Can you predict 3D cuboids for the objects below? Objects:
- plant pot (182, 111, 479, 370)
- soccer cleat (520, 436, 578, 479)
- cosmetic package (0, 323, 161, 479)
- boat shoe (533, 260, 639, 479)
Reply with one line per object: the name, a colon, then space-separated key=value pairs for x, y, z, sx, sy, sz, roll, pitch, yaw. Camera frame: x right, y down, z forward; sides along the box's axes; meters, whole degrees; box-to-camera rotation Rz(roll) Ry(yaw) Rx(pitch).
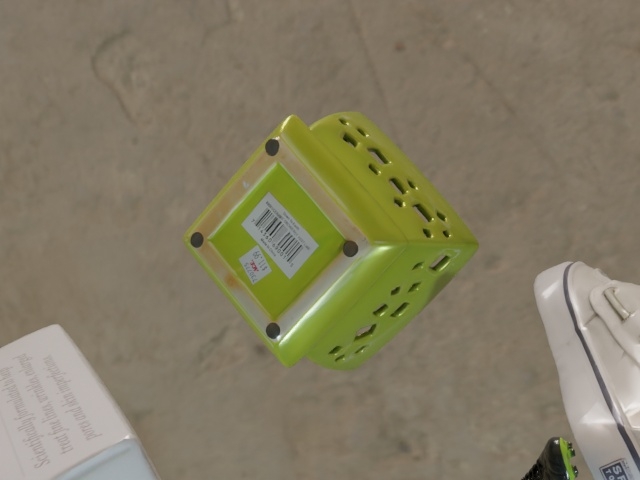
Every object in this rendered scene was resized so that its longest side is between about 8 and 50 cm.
plant pot: x=0.000 y=0.000 z=1.284 sx=0.227 sy=0.207 sz=0.228 roll=-47 pitch=70 yaw=19
soccer cleat: x=0.237 y=0.266 z=1.232 sx=0.072 sy=0.179 sz=0.060 roll=-7 pitch=51 yaw=4
cosmetic package: x=-0.117 y=0.161 z=0.461 sx=0.151 sy=0.151 sz=0.183 roll=-29 pitch=111 yaw=-15
boat shoe: x=0.189 y=0.069 z=0.691 sx=0.088 sy=0.267 sz=0.096 roll=-29 pitch=100 yaw=14
